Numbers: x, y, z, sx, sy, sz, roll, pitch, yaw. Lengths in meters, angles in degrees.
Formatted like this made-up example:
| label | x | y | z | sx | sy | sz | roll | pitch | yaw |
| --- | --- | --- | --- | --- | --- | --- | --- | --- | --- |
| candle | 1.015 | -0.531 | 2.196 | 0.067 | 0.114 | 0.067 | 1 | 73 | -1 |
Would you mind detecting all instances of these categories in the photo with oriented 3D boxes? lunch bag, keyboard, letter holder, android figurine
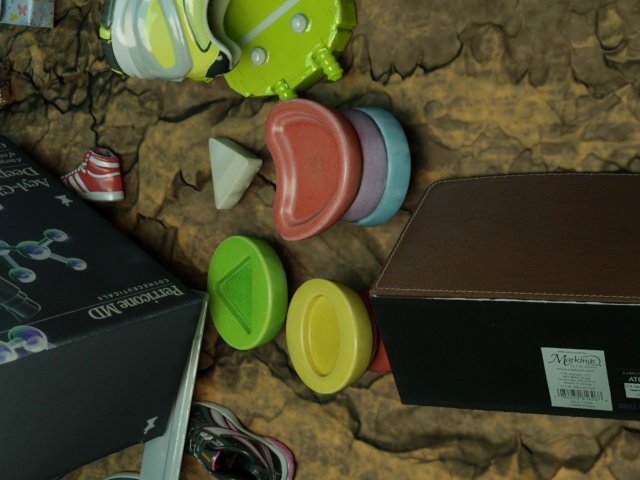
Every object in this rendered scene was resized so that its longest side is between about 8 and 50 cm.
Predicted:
| label | x | y | z | sx | sy | sz | roll | pitch | yaw |
| --- | --- | --- | --- | --- | --- | --- | --- | --- | --- |
| lunch bag | -0.373 | -0.302 | 1.524 | 0.083 | 0.053 | 0.071 | 15 | 101 | 34 |
| keyboard | -0.177 | 0.183 | 1.460 | 0.072 | 0.014 | 0.256 | 10 | 90 | 52 |
| letter holder | 0.234 | 0.047 | 1.218 | 0.302 | 0.214 | 0.152 | 0 | 128 | 26 |
| android figurine | -0.068 | -0.274 | 1.373 | 0.248 | 0.056 | 0.272 | -33 | 79 | 26 |

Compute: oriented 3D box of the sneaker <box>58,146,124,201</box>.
| label | x | y | z | sx | sy | sz | roll | pitch | yaw |
| --- | --- | --- | --- | --- | --- | --- | --- | --- | --- |
| sneaker | -0.296 | -0.083 | 1.515 | 0.118 | 0.042 | 0.067 | 3 | 99 | 21 |

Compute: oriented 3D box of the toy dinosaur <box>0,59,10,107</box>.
| label | x | y | z | sx | sy | sz | roll | pitch | yaw |
| --- | --- | --- | --- | --- | --- | --- | --- | --- | --- |
| toy dinosaur | -0.562 | -0.221 | 1.560 | 0.322 | 0.164 | 0.218 | -5 | 105 | -10 |

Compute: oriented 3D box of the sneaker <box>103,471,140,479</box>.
| label | x | y | z | sx | sy | sz | roll | pitch | yaw |
| --- | --- | --- | --- | --- | --- | --- | --- | --- | --- |
| sneaker | -0.213 | 0.359 | 1.457 | 0.226 | 0.163 | 0.086 | 25 | 108 | 24 |

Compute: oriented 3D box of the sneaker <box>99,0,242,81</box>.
| label | x | y | z | sx | sy | sz | roll | pitch | yaw |
| --- | --- | --- | --- | --- | --- | --- | --- | --- | --- |
| sneaker | -0.123 | -0.356 | 1.310 | 0.147 | 0.145 | 0.384 | 13 | 101 | 8 |

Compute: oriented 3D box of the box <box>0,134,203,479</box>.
| label | x | y | z | sx | sy | sz | roll | pitch | yaw |
| --- | --- | --- | --- | --- | --- | --- | --- | --- | --- |
| box | -0.387 | 0.076 | 1.391 | 0.395 | 0.293 | 0.212 | 36 | 122 | 28 |

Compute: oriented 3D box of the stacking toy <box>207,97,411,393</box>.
| label | x | y | z | sx | sy | sz | roll | pitch | yaw |
| --- | --- | --- | --- | --- | --- | --- | --- | --- | --- |
| stacking toy | 0.000 | 0.000 | 1.368 | 0.279 | 0.130 | 0.308 | 4 | 95 | 53 |

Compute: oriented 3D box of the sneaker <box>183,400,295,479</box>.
| label | x | y | z | sx | sy | sz | roll | pitch | yaw |
| --- | --- | --- | --- | --- | --- | --- | --- | --- | --- |
| sneaker | -0.120 | 0.242 | 1.442 | 0.178 | 0.077 | 0.072 | 16 | 101 | 26 |

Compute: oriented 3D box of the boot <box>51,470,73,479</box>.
| label | x | y | z | sx | sy | sz | roll | pitch | yaw |
| --- | --- | --- | --- | --- | --- | --- | --- | --- | --- |
| boot | -0.440 | 0.256 | 1.599 | 0.229 | 0.091 | 0.263 | -37 | 81 | 25 |
